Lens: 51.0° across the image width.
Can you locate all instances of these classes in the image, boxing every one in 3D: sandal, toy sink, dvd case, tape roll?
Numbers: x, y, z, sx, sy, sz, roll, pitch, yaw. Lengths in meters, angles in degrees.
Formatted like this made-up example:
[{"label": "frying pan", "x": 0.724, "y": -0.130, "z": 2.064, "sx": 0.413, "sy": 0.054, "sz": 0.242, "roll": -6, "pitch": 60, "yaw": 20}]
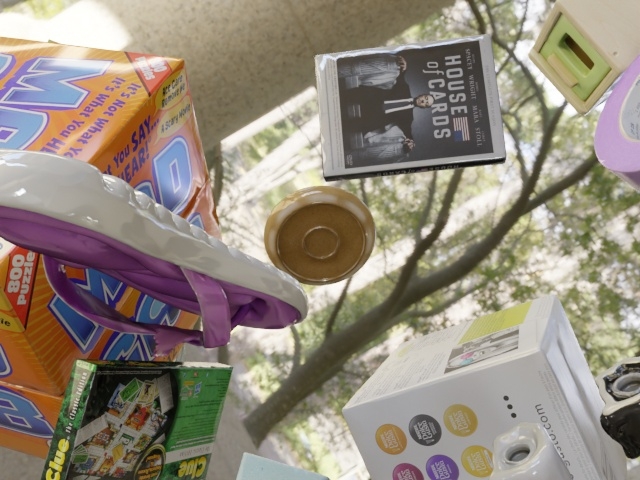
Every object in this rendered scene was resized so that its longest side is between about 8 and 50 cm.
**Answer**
[{"label": "sandal", "x": -0.146, "y": 0.043, "z": 0.563, "sx": 0.416, "sy": 0.170, "sz": 0.102, "roll": 38, "pitch": 59, "yaw": -60}, {"label": "toy sink", "x": 0.449, "y": -0.313, "z": 1.107, "sx": 0.152, "sy": 0.131, "sz": 0.234, "roll": 54, "pitch": -3, "yaw": 10}, {"label": "dvd case", "x": 0.117, "y": -0.177, "z": 0.900, "sx": 0.029, "sy": 0.239, "sz": 0.179, "roll": 54, "pitch": 31, "yaw": -75}, {"label": "tape roll", "x": 0.473, "y": -0.177, "z": 0.821, "sx": 0.090, "sy": 0.274, "sz": 0.275, "roll": 32, "pitch": 11, "yaw": -13}]

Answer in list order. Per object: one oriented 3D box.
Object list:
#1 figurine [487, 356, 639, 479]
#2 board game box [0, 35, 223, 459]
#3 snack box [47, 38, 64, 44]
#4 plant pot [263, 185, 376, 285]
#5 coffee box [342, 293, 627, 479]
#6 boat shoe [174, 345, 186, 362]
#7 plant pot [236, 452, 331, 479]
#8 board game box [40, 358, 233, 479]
[{"label": "figurine", "x": 0.310, "y": 0.265, "z": 0.694, "sx": 0.209, "sy": 0.215, "sz": 0.092, "roll": 55, "pitch": 8, "yaw": -6}, {"label": "board game box", "x": -0.367, "y": 0.003, "z": 0.813, "sx": 0.356, "sy": 0.357, "sz": 0.356, "roll": 86, "pitch": 20, "yaw": -44}, {"label": "snack box", "x": -0.440, "y": -0.301, "z": 1.234, "sx": 0.141, "sy": 0.037, "sz": 0.100, "roll": 16, "pitch": 52, "yaw": -27}, {"label": "plant pot", "x": 0.000, "y": 0.000, "z": 1.391, "sx": 0.236, "sy": 0.237, "sz": 0.032, "roll": 58, "pitch": 12, "yaw": -26}, {"label": "coffee box", "x": 0.292, "y": 0.329, "z": 1.135, "sx": 0.337, "sy": 0.335, "sz": 0.338, "roll": 66, "pitch": 24, "yaw": -1}, {"label": "boat shoe", "x": -0.268, "y": 0.267, "z": 0.898, "sx": 0.109, "sy": 0.094, "sz": 0.302, "roll": 85, "pitch": 20, "yaw": -63}, {"label": "plant pot", "x": -0.104, "y": 0.740, "z": 1.743, "sx": 0.247, "sy": 0.248, "sz": 0.252, "roll": 68, "pitch": 38, "yaw": -50}, {"label": "board game box", "x": -0.169, "y": 0.188, "z": 0.666, "sx": 0.260, "sy": 0.030, "sz": 0.136, "roll": 32, "pitch": 69, "yaw": -68}]
